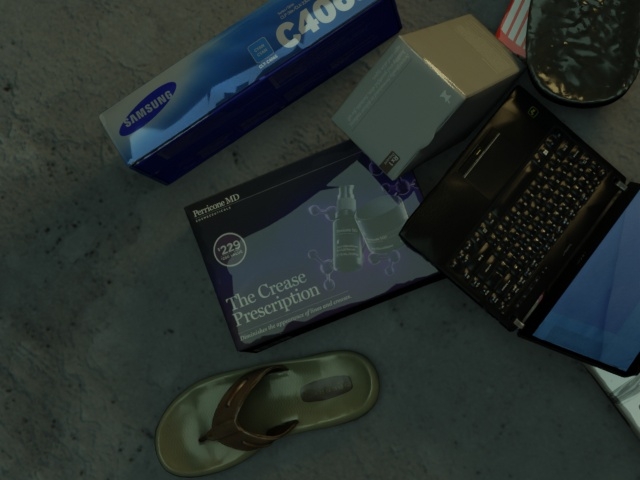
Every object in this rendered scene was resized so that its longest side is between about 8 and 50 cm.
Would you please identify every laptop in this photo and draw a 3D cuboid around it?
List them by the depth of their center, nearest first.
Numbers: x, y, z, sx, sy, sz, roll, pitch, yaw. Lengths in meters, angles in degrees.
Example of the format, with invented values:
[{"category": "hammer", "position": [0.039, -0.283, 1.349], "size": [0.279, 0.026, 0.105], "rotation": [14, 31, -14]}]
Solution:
[{"category": "laptop", "position": [0.266, -0.018, 1.287], "size": [0.264, 0.136, 0.234], "rotation": [41, 73, -3]}]

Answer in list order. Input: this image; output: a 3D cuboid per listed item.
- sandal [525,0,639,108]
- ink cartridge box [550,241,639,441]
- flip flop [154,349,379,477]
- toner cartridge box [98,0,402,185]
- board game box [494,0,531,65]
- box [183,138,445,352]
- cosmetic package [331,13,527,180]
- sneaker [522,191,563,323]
[{"category": "sandal", "position": [0.305, -0.373, 1.340], "size": [0.168, 0.107, 0.445], "rotation": [-1, 83, 7]}, {"category": "ink cartridge box", "position": [0.377, 0.120, 1.347], "size": [0.159, 0.092, 0.218], "rotation": [-36, 83, 4]}, {"category": "flip flop", "position": [-0.066, 0.198, 1.407], "size": [0.277, 0.080, 0.112], "rotation": [-16, 84, 6]}, {"category": "toner cartridge box", "position": [-0.074, -0.196, 1.398], "size": [0.348, 0.165, 0.075], "rotation": [-33, 81, 4]}, {"category": "board game box", "position": [0.305, -0.282, 1.411], "size": [0.147, 0.045, 0.193], "rotation": [24, 89, 10]}, {"category": "box", "position": [0.000, 0.000, 1.406], "size": [0.261, 0.103, 0.184], "rotation": [-22, 80, 6]}, {"category": "cosmetic package", "position": [0.124, -0.161, 1.317], "size": [0.107, 0.238, 0.127], "rotation": [46, 117, 10]}, {"category": "sneaker", "position": [0.229, 0.015, 1.393], "size": [0.077, 0.072, 0.178], "rotation": [10, 75, 14]}]
